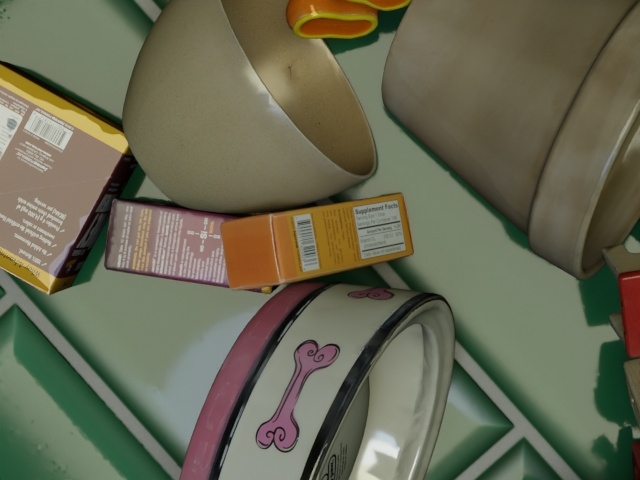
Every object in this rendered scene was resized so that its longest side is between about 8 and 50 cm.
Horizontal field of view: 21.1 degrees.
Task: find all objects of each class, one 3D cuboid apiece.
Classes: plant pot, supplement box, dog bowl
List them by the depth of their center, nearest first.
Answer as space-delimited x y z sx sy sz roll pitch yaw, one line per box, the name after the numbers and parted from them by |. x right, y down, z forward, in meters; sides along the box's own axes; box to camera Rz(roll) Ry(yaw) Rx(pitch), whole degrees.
-0.008 0.224 1.783 0.150 0.408 0.408 20 93 19 | dog bowl
0.231 -0.163 1.812 0.280 0.323 0.323 29 93 19 | plant pot
-0.099 -0.140 1.835 0.191 0.284 0.284 -32 90 19 | plant pot
0.000 0.000 1.844 0.078 0.233 0.080 -9 89 39 | supplement box
-0.324 -0.072 1.904 0.191 0.129 0.194 29 93 1 | supplement box
-0.137 0.005 1.911 0.188 0.104 0.081 9 92 2 | supplement box

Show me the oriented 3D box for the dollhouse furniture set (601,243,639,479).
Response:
0.424 0.181 1.795 0.201 0.152 0.374 -10 120 4 | dollhouse furniture set

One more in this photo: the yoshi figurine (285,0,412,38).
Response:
-0.006 -0.412 1.834 0.203 0.203 0.362 -8 73 12 | yoshi figurine
